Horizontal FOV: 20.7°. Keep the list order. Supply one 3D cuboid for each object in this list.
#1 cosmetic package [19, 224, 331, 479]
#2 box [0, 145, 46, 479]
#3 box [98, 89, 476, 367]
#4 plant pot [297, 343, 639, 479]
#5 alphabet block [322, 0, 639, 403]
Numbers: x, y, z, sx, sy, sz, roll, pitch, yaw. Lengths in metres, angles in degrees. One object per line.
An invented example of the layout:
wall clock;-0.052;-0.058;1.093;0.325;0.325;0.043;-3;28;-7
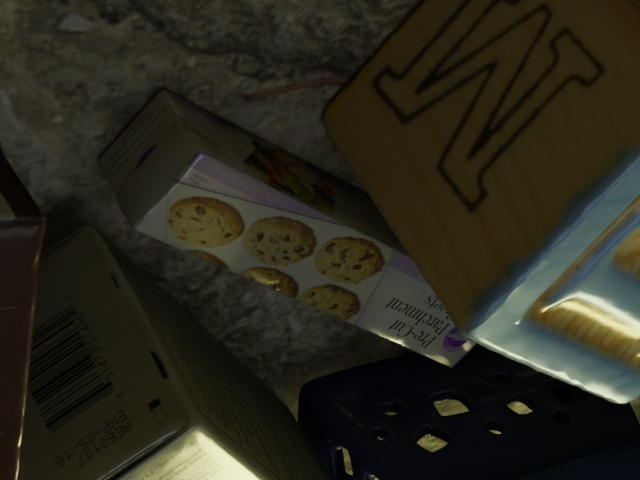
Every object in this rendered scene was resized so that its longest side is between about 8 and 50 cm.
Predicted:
cosmetic package;-0.088;0.136;1.091;0.113;0.160;0.309;-34;146;3
box;-0.249;0.040;0.875;0.167;0.168;0.203;-7;123;-27
box;0.000;0.000;1.105;0.067;0.063;0.324;-45;140;16
plant pot;0.131;0.218;1.254;0.236;0.212;0.236;-12;115;-23
alphabet block;0.153;-0.049;1.052;0.193;0.197;0.192;-46;140;16
